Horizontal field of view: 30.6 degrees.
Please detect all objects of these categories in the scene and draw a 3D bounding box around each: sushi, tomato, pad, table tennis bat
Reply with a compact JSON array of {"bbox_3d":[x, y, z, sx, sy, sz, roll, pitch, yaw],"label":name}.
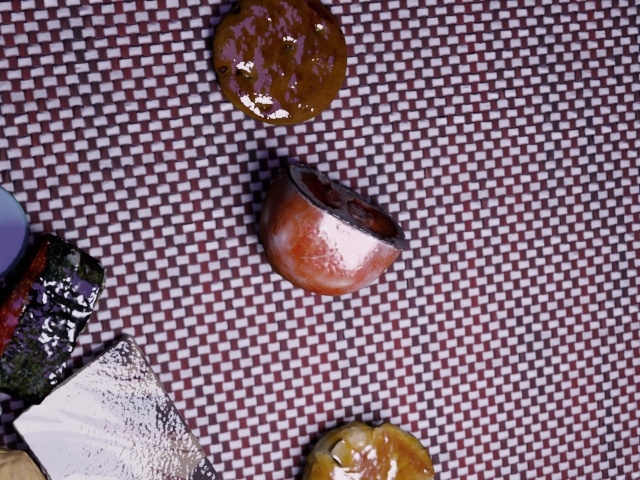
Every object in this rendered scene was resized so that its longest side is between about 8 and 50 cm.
[{"bbox_3d":[-0.387,0.110,1.616,0.126,0.136,0.225,33,86,-18],"label":"sushi"},{"bbox_3d":[0.000,0.000,1.734,0.214,0.181,0.155,32,104,-12],"label":"tomato"},{"bbox_3d":[-0.278,0.329,1.712,0.220,0.004,0.330,-39,109,-29],"label":"pad"},{"bbox_3d":[-0.520,0.006,1.612,0.237,0.038,0.149,-25,103,-18],"label":"table tennis bat"}]

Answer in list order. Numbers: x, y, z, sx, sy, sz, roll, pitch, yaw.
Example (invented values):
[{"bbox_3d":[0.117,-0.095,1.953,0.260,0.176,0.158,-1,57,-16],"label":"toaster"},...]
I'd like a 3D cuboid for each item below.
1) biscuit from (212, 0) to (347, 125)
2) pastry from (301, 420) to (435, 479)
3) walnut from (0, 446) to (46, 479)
[{"bbox_3d":[-0.057,-0.271,1.733,0.212,0.036,0.212,-3,98,-19],"label":"biscuit"},{"bbox_3d":[0.070,0.392,1.826,0.218,0.100,0.229,22,84,-24],"label":"pastry"},{"bbox_3d":[-0.472,0.400,1.584,0.225,0.225,0.261,34,77,-19],"label":"walnut"}]
